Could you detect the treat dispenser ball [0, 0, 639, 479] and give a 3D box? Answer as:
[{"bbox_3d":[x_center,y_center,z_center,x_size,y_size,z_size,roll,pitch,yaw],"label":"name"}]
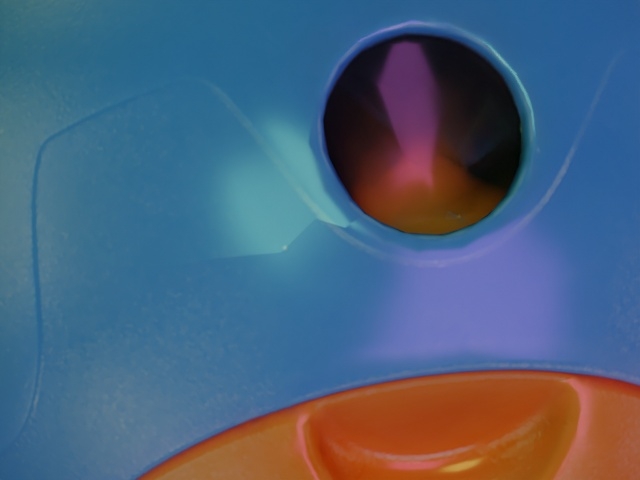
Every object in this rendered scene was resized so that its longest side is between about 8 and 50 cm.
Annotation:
[{"bbox_3d":[0.000,0.000,0.572,0.288,0.288,0.288,-12,115,-28],"label":"treat dispenser ball"}]
